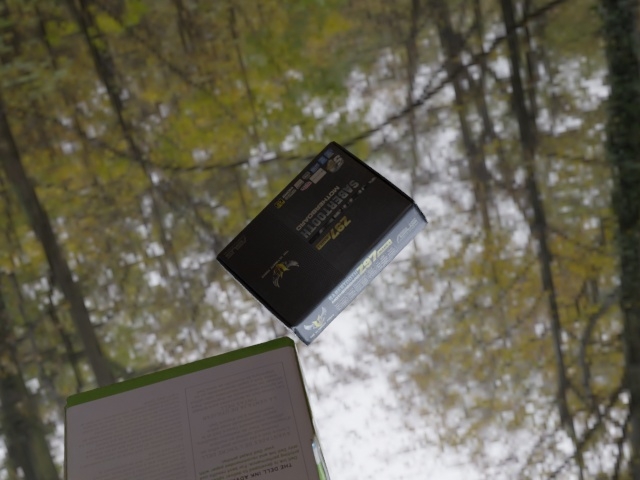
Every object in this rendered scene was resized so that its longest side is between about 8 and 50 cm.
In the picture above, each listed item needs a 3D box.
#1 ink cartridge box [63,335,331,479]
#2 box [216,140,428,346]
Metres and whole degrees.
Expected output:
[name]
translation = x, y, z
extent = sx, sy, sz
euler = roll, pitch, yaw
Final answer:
[ink cartridge box]
translation = -0.083, 0.202, 0.925
extent = 0.188, 0.097, 0.255
euler = -16, -145, -1
[box]
translation = 0.000, 0.000, 1.690
extent = 0.233, 0.059, 0.183
euler = -45, -129, -5
